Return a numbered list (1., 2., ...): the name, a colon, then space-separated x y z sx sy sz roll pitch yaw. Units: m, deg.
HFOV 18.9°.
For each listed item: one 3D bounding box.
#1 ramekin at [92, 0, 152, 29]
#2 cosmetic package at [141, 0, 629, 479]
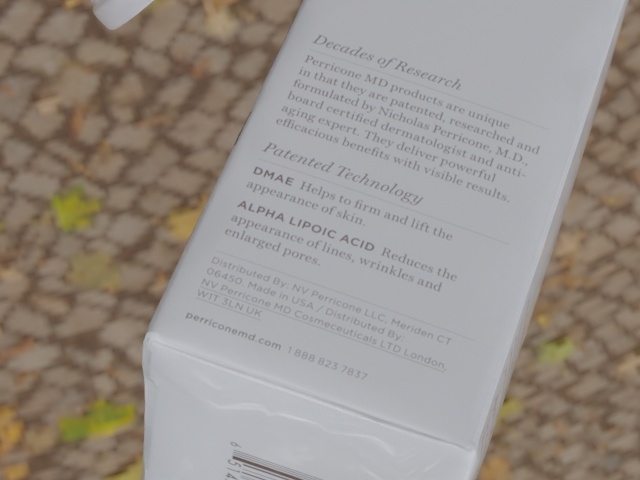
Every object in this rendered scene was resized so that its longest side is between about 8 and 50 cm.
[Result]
1. ramekin: -0.115 -0.307 1.575 0.273 0.273 0.127 -37 103 21
2. cosmetic package: 0.044 -0.023 0.978 0.156 0.385 0.217 18 144 5
